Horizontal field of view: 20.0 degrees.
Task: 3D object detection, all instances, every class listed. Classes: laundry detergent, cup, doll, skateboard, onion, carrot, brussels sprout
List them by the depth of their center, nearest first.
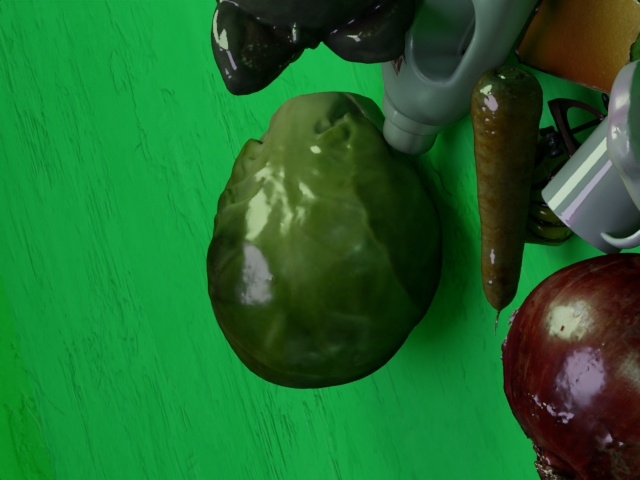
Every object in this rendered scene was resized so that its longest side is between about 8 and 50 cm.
[{"bbox_3d":[0.299,0.143,1.744,0.276,0.276,0.276,25,120,55],"label":"onion"},{"bbox_3d":[0.306,-0.051,1.785,0.133,0.099,0.136,-51,58,17],"label":"cup"},{"bbox_3d":[0.284,-0.083,1.887,0.067,0.080,0.151,-53,-61,-84],"label":"skateboard"},{"bbox_3d":[0.192,-0.039,1.926,0.078,0.078,0.298,33,129,52],"label":"carrot"},{"bbox_3d":[0.146,-0.243,1.996,0.397,0.125,0.264,107,158,-44],"label":"laundry detergent"},{"bbox_3d":[-0.006,-0.320,2.005,0.378,0.252,0.382,58,-153,-70],"label":"doll"},{"bbox_3d":[0.005,-0.001,2.193,0.289,0.282,0.354,87,-178,-75],"label":"brussels sprout"}]

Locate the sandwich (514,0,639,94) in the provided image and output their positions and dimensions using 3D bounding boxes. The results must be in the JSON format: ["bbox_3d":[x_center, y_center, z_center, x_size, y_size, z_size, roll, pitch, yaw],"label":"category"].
[{"bbox_3d":[0.286,-0.203,1.858,0.162,0.058,0.193,63,147,27],"label":"sandwich"}]

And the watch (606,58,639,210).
[{"bbox_3d":[0.390,-0.096,1.603,0.218,0.248,0.210,-19,79,34],"label":"watch"}]

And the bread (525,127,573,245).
[{"bbox_3d":[0.232,-0.055,1.985,0.139,0.071,0.130,-5,98,60],"label":"bread"}]
